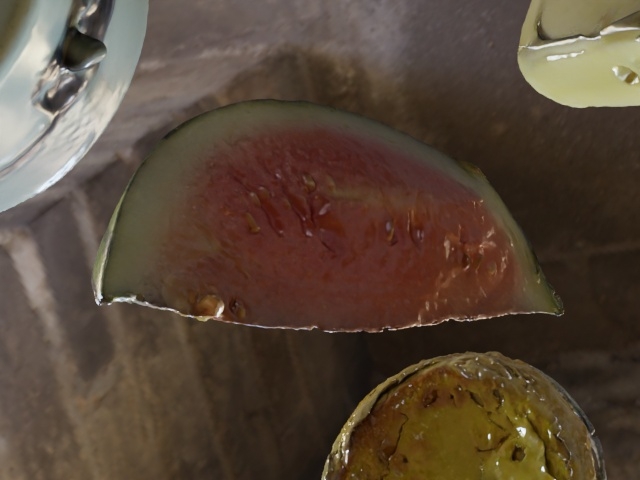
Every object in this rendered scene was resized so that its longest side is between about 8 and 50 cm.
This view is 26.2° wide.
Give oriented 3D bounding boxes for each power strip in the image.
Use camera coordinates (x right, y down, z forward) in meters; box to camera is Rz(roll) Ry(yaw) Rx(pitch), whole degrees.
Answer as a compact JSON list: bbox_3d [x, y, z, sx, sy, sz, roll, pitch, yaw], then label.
[{"bbox_3d":[-0.290,-0.176,0.960,0.357,0.161,0.358,-2,82,17],"label":"power strip"}]

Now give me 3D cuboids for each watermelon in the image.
[{"bbox_3d":[0.003,-0.003,0.596,0.063,0.245,0.119,-60,44,27],"label":"watermelon"}]

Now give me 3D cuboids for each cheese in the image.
[{"bbox_3d":[0.312,-0.247,1.155,0.128,0.316,0.259,41,160,-33],"label":"cheese"}]

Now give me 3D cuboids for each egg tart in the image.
[{"bbox_3d":[0.115,0.203,1.115,0.234,0.234,0.094,4,155,21],"label":"egg tart"}]
